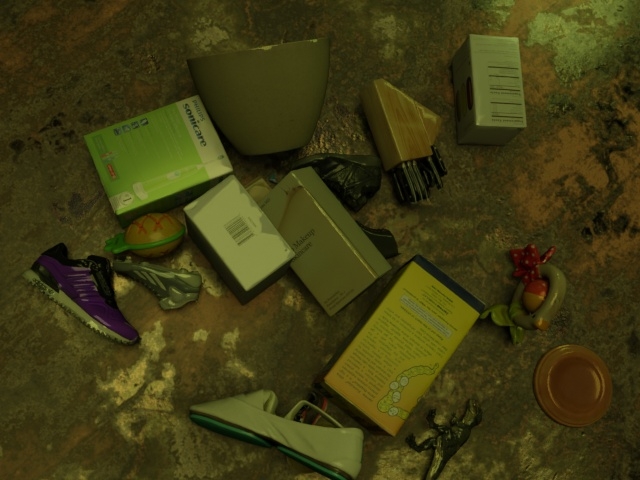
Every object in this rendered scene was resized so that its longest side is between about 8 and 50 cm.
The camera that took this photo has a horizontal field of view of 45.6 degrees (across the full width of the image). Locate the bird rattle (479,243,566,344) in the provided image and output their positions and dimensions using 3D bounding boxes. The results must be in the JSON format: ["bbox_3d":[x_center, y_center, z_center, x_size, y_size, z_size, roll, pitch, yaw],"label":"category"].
[{"bbox_3d":[0.509,0.127,1.797,0.143,0.207,0.253,37,83,-17],"label":"bird rattle"}]

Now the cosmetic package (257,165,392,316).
[{"bbox_3d":[0.000,0.000,1.746,0.160,0.113,0.309,-43,82,26],"label":"cosmetic package"}]

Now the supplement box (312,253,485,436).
[{"bbox_3d":[0.171,0.239,1.711,0.195,0.194,0.356,38,74,2],"label":"supplement box"}]

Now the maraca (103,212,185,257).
[{"bbox_3d":[-0.398,-0.007,1.730,0.186,0.127,0.099,-12,110,-5],"label":"maraca"}]

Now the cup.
[{"bbox_3d":[-0.124,-0.329,1.770,0.331,0.331,0.236,-13,104,-11],"label":"cup"}]

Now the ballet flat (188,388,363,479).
[{"bbox_3d":[-0.087,0.394,1.628,0.401,0.139,0.139,15,73,22],"label":"ballet flat"}]

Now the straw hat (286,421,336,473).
[{"bbox_3d":[0.002,0.476,1.690,0.144,0.144,0.061,-40,125,-15],"label":"straw hat"}]

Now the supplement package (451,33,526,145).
[{"bbox_3d":[0.424,-0.378,1.930,0.134,0.139,0.243,1,76,-10],"label":"supplement package"}]

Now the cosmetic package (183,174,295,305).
[{"bbox_3d":[-0.185,0.007,1.698,0.138,0.224,0.224,-37,84,-13],"label":"cosmetic package"}]

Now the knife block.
[{"bbox_3d":[0.188,-0.225,1.856,0.276,0.088,0.242,31,66,-15],"label":"knife block"}]

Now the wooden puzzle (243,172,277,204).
[{"bbox_3d":[-0.150,-0.110,1.843,0.116,0.014,0.078,-30,87,-14],"label":"wooden puzzle"}]

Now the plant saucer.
[{"bbox_3d":[0.613,0.348,1.833,0.200,0.037,0.199,2,76,-9],"label":"plant saucer"}]

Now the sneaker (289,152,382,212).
[{"bbox_3d":[0.040,-0.140,1.840,0.228,0.087,0.130,2,70,-14],"label":"sneaker"}]

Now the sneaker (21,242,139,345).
[{"bbox_3d":[-0.502,0.109,1.688,0.293,0.102,0.146,36,73,1],"label":"sneaker"}]

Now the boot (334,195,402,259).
[{"bbox_3d":[0.102,-0.029,1.837,0.137,0.077,0.197,-20,93,-17],"label":"boot"}]

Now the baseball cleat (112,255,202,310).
[{"bbox_3d":[-0.376,0.101,1.727,0.206,0.072,0.109,9,86,0],"label":"baseball cleat"}]

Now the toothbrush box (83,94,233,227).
[{"bbox_3d":[-0.373,-0.183,1.770,0.283,0.122,0.206,-24,81,-13],"label":"toothbrush box"}]

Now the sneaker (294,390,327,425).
[{"bbox_3d":[-0.045,0.403,1.696,0.065,0.061,0.157,52,56,-40],"label":"sneaker"}]

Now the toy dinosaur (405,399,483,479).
[{"bbox_3d":[0.272,0.460,1.744,0.118,0.064,0.268,38,77,-5],"label":"toy dinosaur"}]
